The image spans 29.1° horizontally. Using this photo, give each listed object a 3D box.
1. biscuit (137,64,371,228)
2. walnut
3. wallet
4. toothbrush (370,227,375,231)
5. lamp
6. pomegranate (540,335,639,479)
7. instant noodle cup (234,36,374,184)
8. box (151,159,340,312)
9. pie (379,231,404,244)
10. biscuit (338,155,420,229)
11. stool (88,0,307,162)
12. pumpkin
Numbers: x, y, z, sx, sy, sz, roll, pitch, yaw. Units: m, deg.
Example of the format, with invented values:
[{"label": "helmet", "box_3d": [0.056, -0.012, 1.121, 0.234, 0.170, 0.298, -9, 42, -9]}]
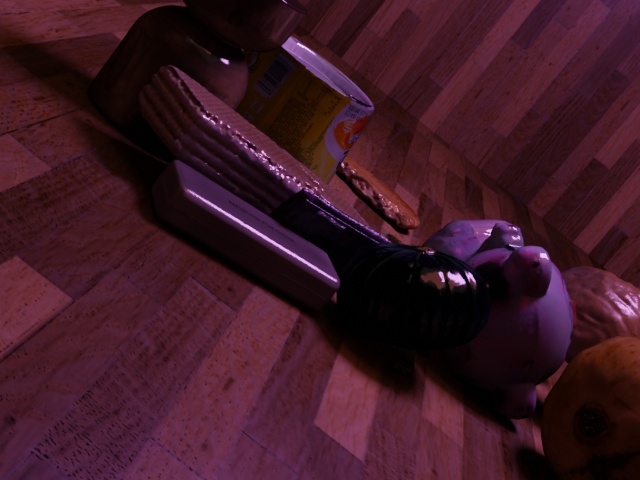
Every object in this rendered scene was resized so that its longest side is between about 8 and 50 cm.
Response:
[{"label": "biscuit", "box_3d": [-0.065, -0.076, 1.633, 0.426, 0.078, 0.144, 35, 13, -45]}, {"label": "walnut", "box_3d": [0.399, 0.116, 1.828, 0.204, 0.238, 0.141, -55, 131, -72]}, {"label": "wallet", "box_3d": [0.000, -0.001, 1.595, 0.166, 0.111, 0.030, 30, 40, -36]}, {"label": "toothbrush", "box_3d": [0.130, 0.046, 1.973, 0.019, 0.016, 0.219, 27, 18, -46]}, {"label": "lamp", "box_3d": [0.220, 0.088, 1.737, 0.247, 0.247, 0.301, 1, 19, -17]}, {"label": "pomegranate", "box_3d": [0.406, 0.248, 1.564, 0.260, 0.260, 0.260, 36, 14, -10]}, {"label": "instant noodle cup", "box_3d": [-0.059, -0.183, 1.841, 0.264, 0.200, 0.264, 35, 13, -10]}, {"label": "box", "box_3d": [-0.089, -0.004, 1.482, 0.243, 0.055, 0.103, 33, 15, -25]}, {"label": "pie", "box_3d": [0.132, 0.016, 2.076, 0.085, 0.017, 0.085, 36, 14, -11]}, {"label": "biscuit", "box_3d": [0.106, -0.090, 2.326, 0.224, 0.033, 0.144, 44, 12, 20]}, {"label": "stool", "box_3d": [-0.166, -0.255, 1.652, 0.179, 0.264, 0.179, 37, 13, -10]}, {"label": "pumpkin", "box_3d": [0.116, 0.071, 1.543, 0.194, 0.150, 0.194, 14, 33, -9]}]
